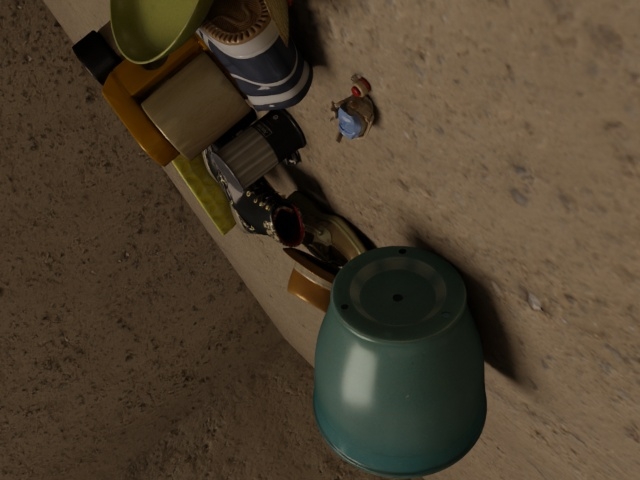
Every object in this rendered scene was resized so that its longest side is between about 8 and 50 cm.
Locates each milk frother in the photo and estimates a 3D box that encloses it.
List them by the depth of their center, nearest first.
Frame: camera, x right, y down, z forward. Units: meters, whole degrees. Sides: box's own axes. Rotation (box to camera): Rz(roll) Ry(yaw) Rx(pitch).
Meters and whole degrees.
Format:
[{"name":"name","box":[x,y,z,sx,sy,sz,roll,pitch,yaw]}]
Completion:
[{"name":"milk frother","box":[-0.103,-0.140,1.114,0.129,0.135,0.143,40,163,46]}]

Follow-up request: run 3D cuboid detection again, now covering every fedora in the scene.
[{"name":"fedora","box":[-0.006,0.082,1.226,0.194,0.079,0.194,30,-177,-2]}]

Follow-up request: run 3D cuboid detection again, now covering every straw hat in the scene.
[{"name":"straw hat","box":[-0.033,-0.271,0.652,0.144,0.061,0.144,-21,-90,-84]}]

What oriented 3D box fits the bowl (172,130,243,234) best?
[{"name":"bowl","box":[-0.223,-0.171,1.377,0.289,0.156,0.289,54,172,11]}]

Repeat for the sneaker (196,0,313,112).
[{"name":"sneaker","box":[-0.108,-0.270,0.848,0.282,0.099,0.153,52,-178,40]}]

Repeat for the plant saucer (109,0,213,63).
[{"name":"plant saucer","box":[-0.177,-0.324,0.771,0.037,0.241,0.241,6,-155,-44]}]

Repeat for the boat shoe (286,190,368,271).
[{"name":"boat shoe","box":[0.000,0.000,1.248,0.285,0.089,0.104,36,161,50]}]

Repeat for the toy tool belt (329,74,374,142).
[{"name":"toy tool belt","box":[0.035,-0.150,0.779,0.052,0.051,0.083,47,166,21]}]

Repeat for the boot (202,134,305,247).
[{"name":"boot","box":[-0.119,-0.099,1.200,0.179,0.085,0.236,23,141,53]}]

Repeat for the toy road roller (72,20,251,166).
[{"name":"toy road roller","box":[-0.233,-0.259,1.120,0.329,0.202,0.240,51,-179,27]}]

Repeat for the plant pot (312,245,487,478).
[{"name":"plant pot","box":[0.112,0.156,0.954,0.272,0.272,0.255,41,149,40]}]

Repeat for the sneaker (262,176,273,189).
[{"name":"sneaker","box":[-0.138,-0.124,1.517,0.083,0.037,0.032,49,166,6]}]
